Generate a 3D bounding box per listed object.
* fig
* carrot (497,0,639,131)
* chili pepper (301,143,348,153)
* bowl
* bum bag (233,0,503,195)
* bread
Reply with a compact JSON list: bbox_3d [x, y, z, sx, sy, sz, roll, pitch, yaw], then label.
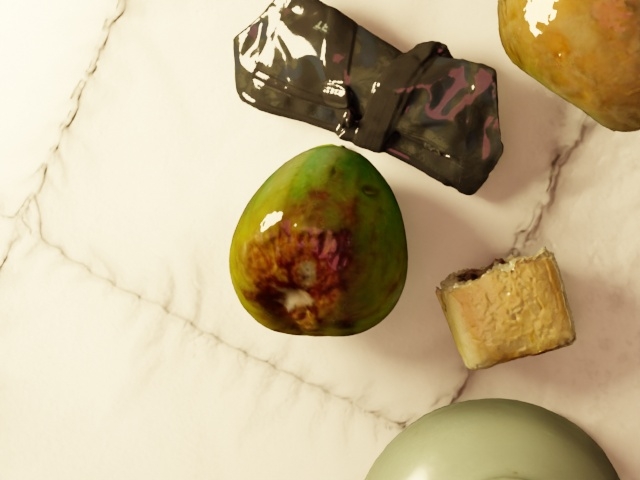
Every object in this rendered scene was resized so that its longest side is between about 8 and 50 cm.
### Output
[{"bbox_3d":[0.000,0.000,1.916,0.181,0.181,0.191,14,73,14],"label":"fig"},{"bbox_3d":[0.317,-0.278,1.781,0.224,0.224,0.341,36,101,10],"label":"carrot"},{"bbox_3d":[-0.009,-0.079,1.986,0.083,0.017,0.030,-26,88,15],"label":"chili pepper"},{"bbox_3d":[0.173,0.296,1.853,0.289,0.146,0.289,0,85,-1],"label":"bowl"},{"bbox_3d":[0.049,-0.157,1.939,0.310,0.074,0.137,23,109,13],"label":"bum bag"},{"bbox_3d":[0.186,0.069,1.913,0.125,0.082,0.106,-17,99,5],"label":"bread"}]
